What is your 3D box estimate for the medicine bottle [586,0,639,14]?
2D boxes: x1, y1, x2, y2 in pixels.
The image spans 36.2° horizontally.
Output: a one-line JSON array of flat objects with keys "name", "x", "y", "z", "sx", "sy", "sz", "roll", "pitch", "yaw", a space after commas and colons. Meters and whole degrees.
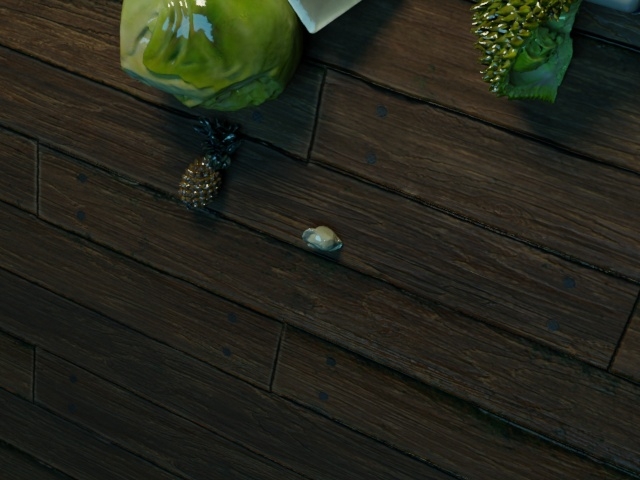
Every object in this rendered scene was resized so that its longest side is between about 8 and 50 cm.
[{"name": "medicine bottle", "x": 0.444, "y": -0.420, "z": 1.464, "sx": 0.258, "sy": 0.143, "sz": 0.143, "roll": 23, "pitch": 123, "yaw": 18}]

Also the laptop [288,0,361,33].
[{"name": "laptop", "x": 0.042, "y": -0.499, "z": 1.645, "sx": 0.269, "sy": 0.015, "sz": 0.187, "roll": -34, "pitch": 97, "yaw": 8}]

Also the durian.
[{"name": "durian", "x": 0.323, "y": -0.336, "z": 1.518, "sx": 0.170, "sy": 0.157, "sz": 0.355, "roll": -8, "pitch": 159, "yaw": -4}]

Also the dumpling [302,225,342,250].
[{"name": "dumpling", "x": 0.001, "y": 0.002, "z": 1.974, "sx": 0.052, "sy": 0.076, "sz": 0.057, "roll": 52, "pitch": 126, "yaw": 25}]

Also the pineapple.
[{"name": "pineapple", "x": -0.237, "y": -0.153, "z": 2.003, "sx": 0.103, "sy": 0.083, "sz": 0.221, "roll": 34, "pitch": 123, "yaw": 8}]

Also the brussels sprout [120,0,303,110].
[{"name": "brussels sprout", "x": -0.197, "y": -0.367, "z": 1.745, "sx": 0.344, "sy": 0.268, "sz": 0.344, "roll": 0, "pitch": 114, "yaw": 1}]
